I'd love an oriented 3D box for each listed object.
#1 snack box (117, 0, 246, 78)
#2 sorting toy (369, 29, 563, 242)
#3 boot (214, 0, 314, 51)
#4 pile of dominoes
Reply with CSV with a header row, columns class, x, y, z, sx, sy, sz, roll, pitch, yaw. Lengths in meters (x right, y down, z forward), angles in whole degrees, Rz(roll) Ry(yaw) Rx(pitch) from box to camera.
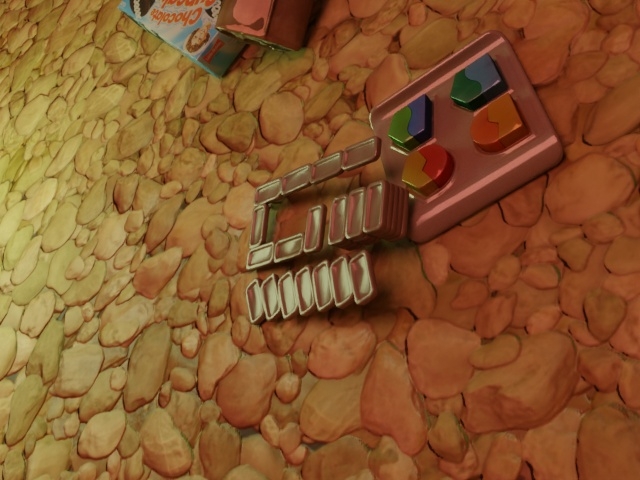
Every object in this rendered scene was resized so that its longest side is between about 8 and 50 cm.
class,x,y,z,sx,sy,sz,roll,pitch,yaw
snack box,-0.198,-0.397,1.406,0.187,0.060,0.322,-53,44,1
sorting toy,0.150,-0.124,0.967,0.193,0.038,0.208,-32,48,21
boot,-0.002,-0.395,1.224,0.236,0.089,0.270,18,89,20
pile of dominoes,0.000,0.000,1.012,0.251,0.040,0.196,-18,60,48
